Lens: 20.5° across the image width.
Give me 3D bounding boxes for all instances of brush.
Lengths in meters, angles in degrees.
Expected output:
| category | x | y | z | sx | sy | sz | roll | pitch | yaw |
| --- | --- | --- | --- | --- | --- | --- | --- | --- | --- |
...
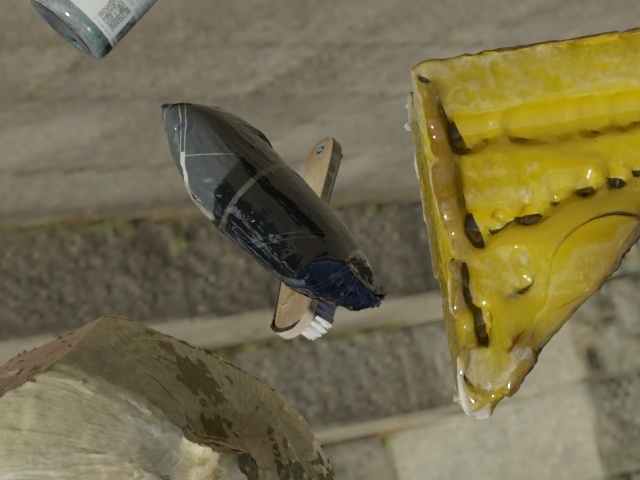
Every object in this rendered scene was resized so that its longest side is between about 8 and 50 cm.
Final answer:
| category | x | y | z | sx | sy | sz | roll | pitch | yaw |
| --- | --- | --- | --- | --- | --- | --- | --- | --- | --- |
| brush | 0.000 | 0.000 | 2.243 | 0.065 | 0.327 | 0.070 | 36 | 132 | -28 |

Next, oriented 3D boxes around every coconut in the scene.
| category | x | y | z | sx | sy | sz | roll | pitch | yaw |
| --- | --- | --- | --- | --- | --- | --- | --- | --- | --- |
| coconut | -0.161 | 0.259 | 1.497 | 0.405 | 0.404 | 0.404 | -11 | 171 | -2 |

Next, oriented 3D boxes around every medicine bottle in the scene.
| category | x | y | z | sx | sy | sz | roll | pitch | yaw |
| --- | --- | --- | --- | --- | --- | --- | --- | --- | --- |
| medicine bottle | -0.247 | -0.388 | 2.353 | 0.293 | 0.141 | 0.141 | -49 | 176 | -9 |

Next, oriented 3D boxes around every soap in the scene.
| category | x | y | z | sx | sy | sz | roll | pitch | yaw |
| --- | --- | --- | --- | --- | --- | --- | --- | --- | --- |
| soap | 0.260 | -0.021 | 1.511 | 0.339 | 0.304 | 0.169 | -9 | 173 | -1 |

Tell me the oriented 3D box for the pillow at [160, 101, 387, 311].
| category | x | y | z | sx | sy | sz | roll | pitch | yaw |
| --- | --- | --- | --- | --- | --- | --- | --- | --- | --- |
| pillow | -0.055 | -0.038 | 2.030 | 0.092 | 0.335 | 0.161 | -50 | 163 | 22 |
